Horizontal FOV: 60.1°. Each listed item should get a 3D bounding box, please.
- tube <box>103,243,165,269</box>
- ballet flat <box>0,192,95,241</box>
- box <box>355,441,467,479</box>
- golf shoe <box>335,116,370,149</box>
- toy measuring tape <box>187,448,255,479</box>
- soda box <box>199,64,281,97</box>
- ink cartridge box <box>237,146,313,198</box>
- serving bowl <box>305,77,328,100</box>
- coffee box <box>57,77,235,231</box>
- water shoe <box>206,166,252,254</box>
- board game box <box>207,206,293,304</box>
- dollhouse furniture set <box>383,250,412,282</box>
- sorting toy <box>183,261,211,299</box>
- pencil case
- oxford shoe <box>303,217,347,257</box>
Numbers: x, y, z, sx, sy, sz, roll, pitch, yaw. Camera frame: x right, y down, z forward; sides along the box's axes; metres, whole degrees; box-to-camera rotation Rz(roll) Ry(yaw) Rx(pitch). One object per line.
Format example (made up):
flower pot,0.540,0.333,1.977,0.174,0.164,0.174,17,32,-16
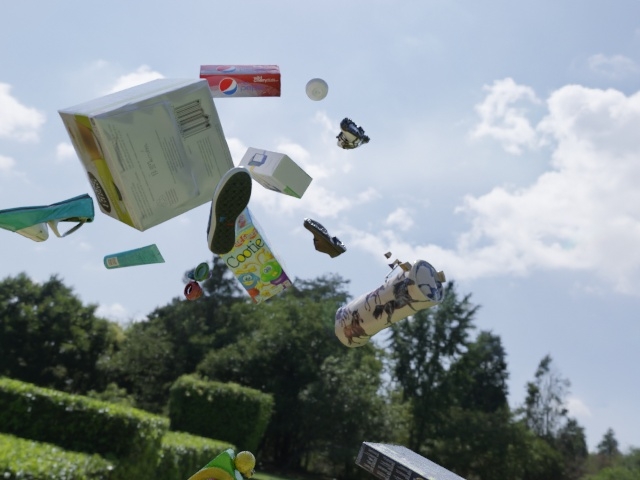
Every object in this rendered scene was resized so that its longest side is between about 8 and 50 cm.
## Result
tube,-0.631,0.058,1.869,0.207,0.052,0.080,-9,-51,16
ballet flat,-0.599,-0.043,1.220,0.083,0.087,0.247,-13,7,33
box,0.255,0.595,1.386,0.270,0.060,0.216,15,-8,40
golf shoe,0.086,-0.315,1.702,0.094,0.077,0.198,-31,-14,17
toy measuring tape,-0.257,0.543,1.093,0.121,0.330,0.121,52,-5,6
soda box,-0.264,-0.527,1.830,0.264,0.092,0.083,-3,-52,-8
ink cartridge box,-0.155,-0.230,1.873,0.212,0.093,0.154,23,-11,47
serving bowl,-0.012,-0.523,1.935,0.084,0.027,0.083,-2,-52,-2
coffee box,-0.502,-0.267,1.632,0.334,0.338,0.337,19,-49,47
water shoe,-0.197,-0.069,1.118,0.073,0.080,0.203,4,-58,-31
board game box,-0.223,0.044,1.769,0.142,0.144,0.275,-30,-57,2
dollhouse furniture set,0.224,0.086,1.722,0.091,0.081,0.114,47,-9,-1
sorting toy,-0.301,0.103,1.384,0.042,0.102,0.061,33,2,-45
pencil case,0.237,0.221,1.907,0.410,0.159,0.184,-37,-11,34
oxford shoe,0.000,0.000,2.196,0.096,0.082,0.227,-37,-61,17
